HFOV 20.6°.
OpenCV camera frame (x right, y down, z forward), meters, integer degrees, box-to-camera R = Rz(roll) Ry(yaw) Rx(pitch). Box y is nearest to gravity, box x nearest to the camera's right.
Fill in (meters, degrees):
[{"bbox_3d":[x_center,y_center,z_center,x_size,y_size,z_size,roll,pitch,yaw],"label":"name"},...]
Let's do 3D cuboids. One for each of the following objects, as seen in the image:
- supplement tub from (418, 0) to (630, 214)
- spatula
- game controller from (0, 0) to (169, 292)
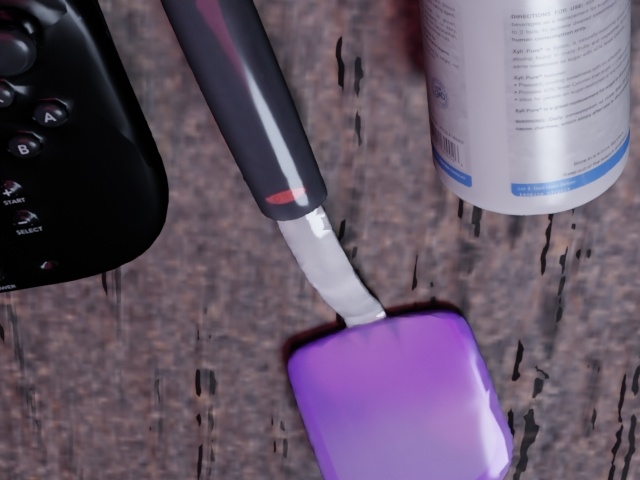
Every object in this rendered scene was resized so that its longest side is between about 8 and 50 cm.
[{"bbox_3d":[0.069,-0.068,0.588,0.071,0.071,0.107,-3,130,4],"label":"supplement tub"},{"bbox_3d":[0.000,0.000,0.673,0.084,0.030,0.296,-15,127,13],"label":"spatula"},{"bbox_3d":[-0.219,-0.028,0.633,0.319,0.067,0.166,-9,129,10],"label":"game controller"}]
